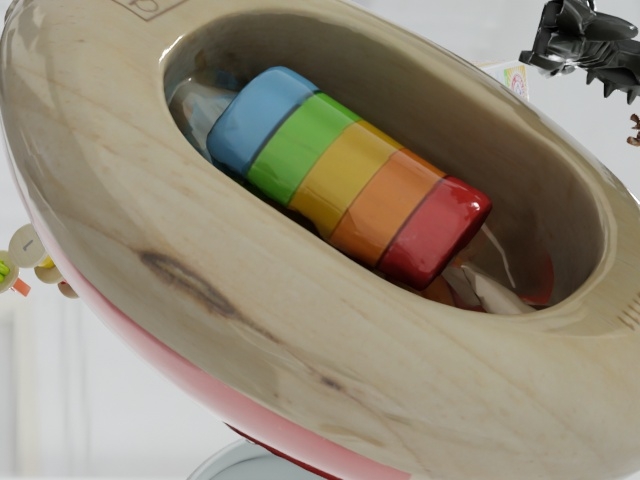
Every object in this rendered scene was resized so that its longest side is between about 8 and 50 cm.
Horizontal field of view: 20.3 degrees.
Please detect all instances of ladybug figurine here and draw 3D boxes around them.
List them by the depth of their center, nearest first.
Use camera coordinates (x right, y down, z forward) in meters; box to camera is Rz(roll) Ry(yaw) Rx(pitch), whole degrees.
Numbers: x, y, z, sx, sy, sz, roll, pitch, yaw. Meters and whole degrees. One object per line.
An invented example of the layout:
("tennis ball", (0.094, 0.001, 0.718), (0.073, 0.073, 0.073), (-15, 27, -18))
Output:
("ladybug figurine", (0.000, 0.000, 1.004), (0.305, 0.449, 0.162), (-38, 158, -47))

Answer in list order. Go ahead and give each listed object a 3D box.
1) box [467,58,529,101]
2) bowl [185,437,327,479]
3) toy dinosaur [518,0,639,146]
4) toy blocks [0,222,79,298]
("box", (0.128, -0.119, 1.794), (0.203, 0.103, 0.114), (-20, 107, -60))
("bowl", (-0.051, 0.318, 1.594), (0.134, 0.298, 0.297), (-16, -108, 56))
("toy dinosaur", (0.240, -0.129, 1.044), (0.164, 0.218, 0.322), (-77, -174, -46))
("toy blocks", (-0.314, 0.037, 1.973), (0.148, 0.123, 0.054), (42, 41, -58))
